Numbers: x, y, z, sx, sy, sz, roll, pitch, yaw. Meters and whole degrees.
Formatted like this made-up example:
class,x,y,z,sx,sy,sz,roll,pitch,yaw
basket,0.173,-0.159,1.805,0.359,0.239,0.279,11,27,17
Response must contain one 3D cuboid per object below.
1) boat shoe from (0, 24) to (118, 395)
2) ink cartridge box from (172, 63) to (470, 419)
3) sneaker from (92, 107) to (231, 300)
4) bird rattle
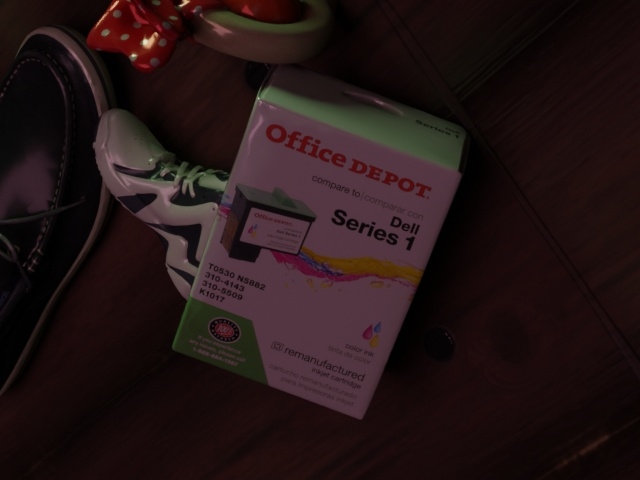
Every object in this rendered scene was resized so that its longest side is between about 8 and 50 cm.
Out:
class,x,y,z,sx,sy,sz,roll,pitch,yaw
boat shoe,-0.367,-0.011,1.676,0.187,0.156,0.500,39,118,23
ink cartridge box,0.000,0.000,1.408,0.201,0.117,0.278,20,114,0
sneaker,-0.125,-0.061,1.537,0.153,0.094,0.235,-34,81,33
bird rattle,-0.087,-0.229,1.393,0.207,0.253,0.143,18,113,4
